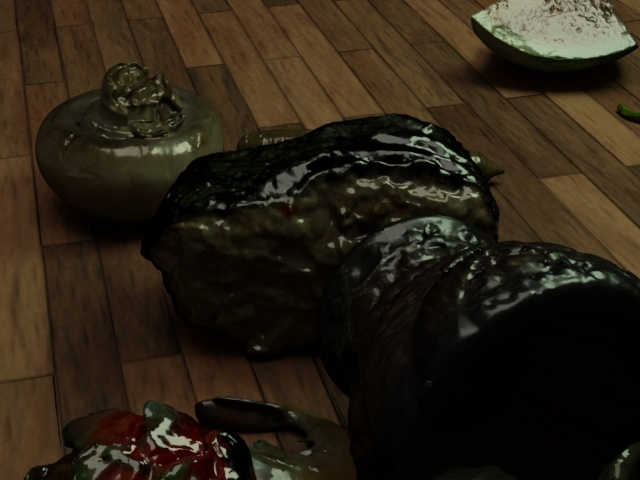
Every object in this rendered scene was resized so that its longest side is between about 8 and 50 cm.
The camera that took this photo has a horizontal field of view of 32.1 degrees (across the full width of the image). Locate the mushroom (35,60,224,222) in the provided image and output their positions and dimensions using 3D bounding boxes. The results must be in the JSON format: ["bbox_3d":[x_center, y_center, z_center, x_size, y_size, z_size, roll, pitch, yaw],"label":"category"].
[{"bbox_3d":[-0.230,-0.121,1.337,0.227,0.178,0.226,-2,40,1],"label":"mushroom"}]

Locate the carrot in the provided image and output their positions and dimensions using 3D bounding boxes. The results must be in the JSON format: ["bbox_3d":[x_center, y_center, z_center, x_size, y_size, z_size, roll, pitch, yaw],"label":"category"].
[{"bbox_3d":[0.063,-0.105,1.415,0.343,0.070,0.070,4,31,5],"label":"carrot"}]

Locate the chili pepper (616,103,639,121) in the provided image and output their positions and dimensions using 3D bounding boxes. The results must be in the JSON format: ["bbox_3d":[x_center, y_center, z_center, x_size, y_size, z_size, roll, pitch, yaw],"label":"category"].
[{"bbox_3d":[0.456,-0.179,1.579,0.083,0.017,0.030,26,38,38],"label":"chili pepper"}]

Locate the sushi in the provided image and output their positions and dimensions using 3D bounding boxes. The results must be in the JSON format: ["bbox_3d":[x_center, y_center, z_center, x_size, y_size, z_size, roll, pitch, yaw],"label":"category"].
[{"bbox_3d":[0.000,0.000,1.111,0.350,0.210,0.170,-3,35,6],"label":"sushi"}]

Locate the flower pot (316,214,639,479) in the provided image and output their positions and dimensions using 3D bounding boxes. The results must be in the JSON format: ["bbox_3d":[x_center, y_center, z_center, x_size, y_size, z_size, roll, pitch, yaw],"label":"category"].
[{"bbox_3d":[0.127,0.106,0.890,0.267,0.266,0.267,-10,22,-15],"label":"flower pot"}]

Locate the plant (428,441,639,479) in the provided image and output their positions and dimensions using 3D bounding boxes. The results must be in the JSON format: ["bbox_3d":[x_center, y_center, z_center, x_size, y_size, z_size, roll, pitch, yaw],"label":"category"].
[{"bbox_3d":[0.118,0.235,0.646,0.312,0.215,0.213,-18,-8,0],"label":"plant"}]

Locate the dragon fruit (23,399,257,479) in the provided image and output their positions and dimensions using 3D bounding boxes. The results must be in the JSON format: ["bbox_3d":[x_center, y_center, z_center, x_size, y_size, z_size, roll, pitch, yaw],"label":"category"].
[{"bbox_3d":[-0.129,0.204,0.800,0.189,0.182,0.182,26,36,8],"label":"dragon fruit"}]

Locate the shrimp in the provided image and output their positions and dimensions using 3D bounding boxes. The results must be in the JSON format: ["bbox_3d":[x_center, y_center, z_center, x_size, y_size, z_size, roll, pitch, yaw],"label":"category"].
[{"bbox_3d":[-0.070,0.176,0.958,0.253,0.058,0.173,13,25,15],"label":"shrimp"}]

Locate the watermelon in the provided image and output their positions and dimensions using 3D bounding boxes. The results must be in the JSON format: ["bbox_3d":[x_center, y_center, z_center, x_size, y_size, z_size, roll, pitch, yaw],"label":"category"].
[{"bbox_3d":[0.357,-0.337,1.713,0.260,0.176,0.256,-30,28,-5],"label":"watermelon"}]
